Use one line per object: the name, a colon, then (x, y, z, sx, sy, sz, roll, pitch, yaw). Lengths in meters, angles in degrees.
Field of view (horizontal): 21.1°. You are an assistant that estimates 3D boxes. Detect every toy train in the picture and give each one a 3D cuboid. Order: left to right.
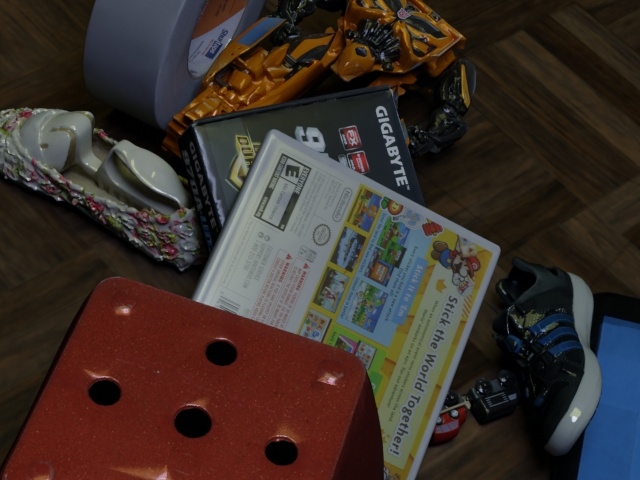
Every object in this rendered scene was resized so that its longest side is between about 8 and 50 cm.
toy train: (0.091, 0.139, 1.330, 0.158, 0.027, 0.036, -17, 65, -26)

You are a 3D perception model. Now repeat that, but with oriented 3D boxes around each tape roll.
tape roll: (-0.113, -0.203, 1.457, 0.072, 0.219, 0.219, 27, 48, 11)

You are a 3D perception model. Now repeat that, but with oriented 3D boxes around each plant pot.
plant pot: (-0.095, 0.181, 1.106, 0.267, 0.236, 0.267, 18, 47, 3)

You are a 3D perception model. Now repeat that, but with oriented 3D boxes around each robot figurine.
robot figurine: (0.013, -0.130, 1.493, 0.211, 0.085, 0.291, 41, 59, 7)

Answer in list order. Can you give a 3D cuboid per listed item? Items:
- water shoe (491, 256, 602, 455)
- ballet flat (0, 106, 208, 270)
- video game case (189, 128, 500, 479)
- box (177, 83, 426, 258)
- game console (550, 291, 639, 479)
water shoe: (0.169, 0.090, 1.349, 0.080, 0.073, 0.203, 23, 31, -9)
ballet flat: (-0.179, -0.062, 1.412, 0.241, 0.077, 0.091, 27, 49, 12)
video game case: (0.009, 0.058, 1.292, 0.206, 0.026, 0.227, 27, 66, -9)
box: (0.000, 0.000, 1.353, 0.175, 0.051, 0.220, -12, 81, -22)
game console: (0.327, 0.130, 1.302, 0.173, 0.250, 0.293, 34, 45, -18)
